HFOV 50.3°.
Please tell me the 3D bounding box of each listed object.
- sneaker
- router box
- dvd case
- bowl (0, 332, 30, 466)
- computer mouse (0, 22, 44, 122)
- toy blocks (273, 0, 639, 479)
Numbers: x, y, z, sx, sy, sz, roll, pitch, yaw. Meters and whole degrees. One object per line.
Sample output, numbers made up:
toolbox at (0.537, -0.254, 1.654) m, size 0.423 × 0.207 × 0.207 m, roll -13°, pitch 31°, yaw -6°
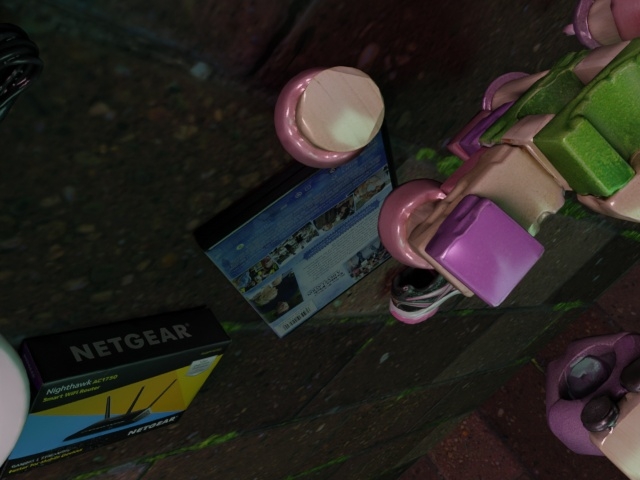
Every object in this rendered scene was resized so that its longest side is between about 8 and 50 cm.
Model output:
sneaker at (0.163, 0.034, 0.866) m, size 0.178 × 0.072 × 0.077 m, roll -38°, pitch 144°, yaw -14°
router box at (-0.182, 0.129, 0.594) m, size 0.179 × 0.046 × 0.133 m, roll -7°, pitch 140°, yaw -47°
dvd case at (0.000, 0.000, 0.650) m, size 0.180 × 0.022 × 0.253 m, roll -37°, pitch 154°, yaw -6°
bowl at (-0.276, 0.054, 0.241) m, size 0.298 × 0.134 × 0.298 m, roll -27°, pitch 154°, yaw -14°
computer mouse at (-0.193, -0.064, 0.237) m, size 0.106 × 0.042 × 0.193 m, roll -43°, pitch 154°, yaw 12°
toy blocks at (0.159, -0.071, 0.468) m, size 0.288 × 0.309 × 0.260 m, roll -45°, pitch -171°, yaw 2°
